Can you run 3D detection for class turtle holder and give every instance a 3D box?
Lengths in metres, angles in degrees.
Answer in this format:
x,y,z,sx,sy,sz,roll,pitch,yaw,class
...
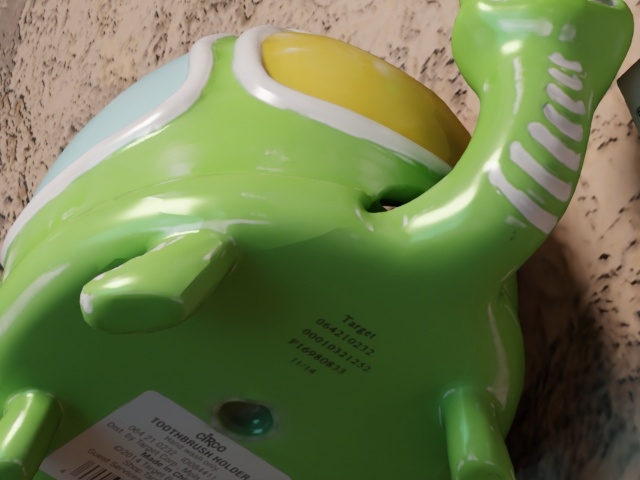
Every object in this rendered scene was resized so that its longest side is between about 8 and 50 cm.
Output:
x,y,z,sx,sy,sz,roll,pitch,yaw,class
-0.020,0.000,0.820,0.320,0.243,0.227,109,171,-45,turtle holder

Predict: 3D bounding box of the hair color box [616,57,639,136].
x,y,z,sx,sy,sz,roll,pitch,yaw,class
0.190,-0.078,0.724,0.141,0.043,0.072,-45,47,37,hair color box
